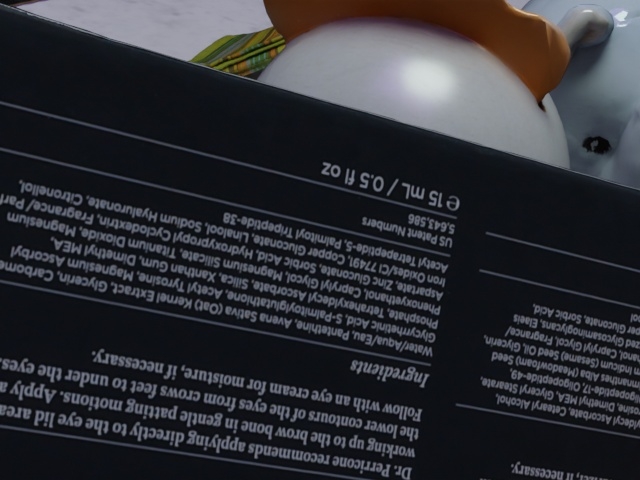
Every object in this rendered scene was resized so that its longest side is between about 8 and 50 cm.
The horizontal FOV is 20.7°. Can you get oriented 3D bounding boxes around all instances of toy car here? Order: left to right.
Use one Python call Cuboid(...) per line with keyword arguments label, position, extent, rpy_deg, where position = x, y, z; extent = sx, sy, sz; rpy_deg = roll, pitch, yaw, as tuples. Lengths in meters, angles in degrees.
Cuboid(label="toy car", position=(0.000, 0.000, 0.598), extent=(0.210, 0.238, 0.219), rpy_deg=(14, 26, 14))

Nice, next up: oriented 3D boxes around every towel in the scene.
Cuboid(label="towel", position=(0.031, -0.141, 1.000), extent=(0.237, 0.021, 0.102), rpy_deg=(-19, 15, 23))

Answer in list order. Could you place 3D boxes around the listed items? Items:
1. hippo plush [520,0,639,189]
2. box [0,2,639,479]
Cuboid(label="hippo plush", position=(0.204, -0.106, 0.860), extent=(0.237, 0.234, 0.294), rpy_deg=(-27, 71, -31))
Cuboid(label="box", position=(-0.005, 0.066, 0.427), extent=(0.261, 0.184, 0.103), rpy_deg=(13, -9, -32))
